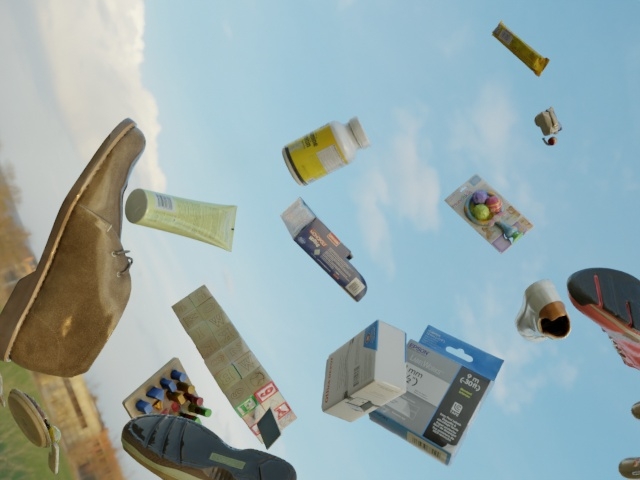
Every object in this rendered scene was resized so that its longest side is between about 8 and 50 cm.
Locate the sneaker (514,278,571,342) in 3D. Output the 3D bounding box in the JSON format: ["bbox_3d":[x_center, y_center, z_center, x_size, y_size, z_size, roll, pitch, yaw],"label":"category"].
[{"bbox_3d":[0.561,0.217,1.535,0.290,0.105,0.123,61,5,-55],"label":"sneaker"}]

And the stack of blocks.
[{"bbox_3d":[-0.178,0.247,1.247,0.297,0.087,0.171,46,-15,39],"label":"stack of blocks"}]

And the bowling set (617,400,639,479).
[{"bbox_3d":[0.637,0.294,1.057,0.154,0.287,0.200,120,-43,-65],"label":"bowling set"}]

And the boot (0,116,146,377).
[{"bbox_3d":[-0.257,0.009,0.706,0.305,0.115,0.112,-67,-169,-6],"label":"boot"}]

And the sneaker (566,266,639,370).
[{"bbox_3d":[0.525,0.162,1.010,0.313,0.116,0.136,28,-44,-4],"label":"sneaker"}]

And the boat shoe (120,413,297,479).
[{"bbox_3d":[-0.119,0.240,0.621,0.190,0.068,0.072,18,-64,16],"label":"boat shoe"}]

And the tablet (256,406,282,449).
[{"bbox_3d":[-0.092,0.339,1.101,0.054,0.006,0.083,63,-36,26],"label":"tablet"}]

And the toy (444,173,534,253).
[{"bbox_3d":[0.496,-0.089,1.789,0.237,0.137,0.056,48,-11,19],"label":"toy"}]

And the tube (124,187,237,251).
[{"bbox_3d":[-0.237,-0.038,1.101,0.070,0.240,0.062,-50,-122,19],"label":"tube"}]

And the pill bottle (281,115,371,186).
[{"bbox_3d":[0.015,-0.201,1.352,0.103,0.184,0.103,60,11,-20],"label":"pill bottle"}]

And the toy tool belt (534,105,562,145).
[{"bbox_3d":[0.537,-0.266,1.415,0.083,0.051,0.052,64,-23,-3],"label":"toy tool belt"}]

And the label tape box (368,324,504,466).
[{"bbox_3d":[0.322,0.392,1.672,0.249,0.348,0.115,25,-28,25],"label":"label tape box"}]

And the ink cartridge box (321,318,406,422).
[{"bbox_3d":[0.089,0.271,1.258,0.191,0.082,0.140,-46,-153,44],"label":"ink cartridge box"}]

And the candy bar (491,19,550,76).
[{"bbox_3d":[0.417,-0.407,1.286,0.161,0.018,0.040,56,-45,31],"label":"candy bar"}]

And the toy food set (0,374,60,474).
[{"bbox_3d":[-0.514,0.316,1.097,0.192,0.038,0.132,43,-44,15],"label":"toy food set"}]

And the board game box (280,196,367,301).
[{"bbox_3d":[0.000,0.000,1.160,0.194,0.060,0.194,46,3,-32],"label":"board game box"}]

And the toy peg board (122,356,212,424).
[{"bbox_3d":[-0.334,0.381,1.388,0.079,0.161,0.161,2,-58,40],"label":"toy peg board"}]
